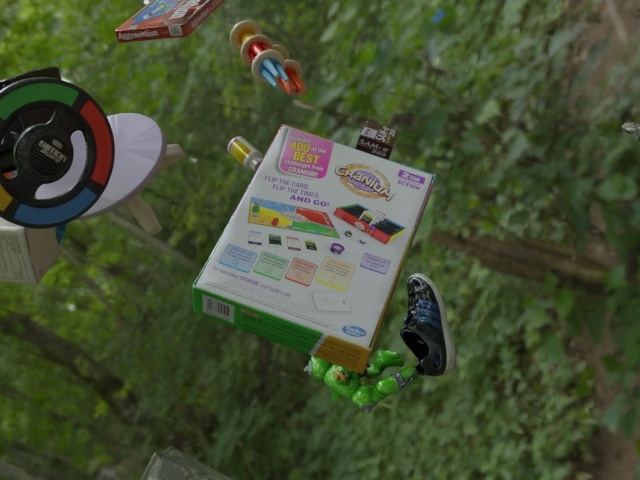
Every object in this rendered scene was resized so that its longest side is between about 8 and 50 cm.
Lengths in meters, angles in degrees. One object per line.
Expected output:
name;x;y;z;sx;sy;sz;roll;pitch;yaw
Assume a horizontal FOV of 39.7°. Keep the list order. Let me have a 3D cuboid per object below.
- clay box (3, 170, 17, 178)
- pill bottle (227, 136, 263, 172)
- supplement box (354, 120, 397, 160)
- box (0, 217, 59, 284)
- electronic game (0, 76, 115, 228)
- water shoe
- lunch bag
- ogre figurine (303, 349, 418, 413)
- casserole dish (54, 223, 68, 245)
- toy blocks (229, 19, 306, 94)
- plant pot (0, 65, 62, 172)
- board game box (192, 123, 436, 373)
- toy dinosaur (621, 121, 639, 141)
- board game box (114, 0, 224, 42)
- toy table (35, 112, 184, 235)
clay box;-0.656;-0.164;1.927;0.053;0.222;0.127;-90;-7;-61
pill bottle;-0.144;-0.168;1.757;0.043;0.083;0.043;-31;-36;-25
supplement box;0.081;-0.108;1.785;0.130;0.073;0.239;-65;-6;-67
box;-0.728;-0.005;1.870;0.121;0.311;0.148;-72;-15;-56
electronic game;-0.416;-0.130;1.337;0.229;0.048;0.229;-12;-70;-38
water shoe;0.181;0.146;1.592;0.073;0.080;0.203;121;140;-48
lunch bag;-0.282;0.603;1.796;0.287;0.235;0.169;-64;-7;-6
ogre figurine;0.062;0.223;1.546;0.118;0.197;0.097;-49;-4;-25
casserole dish;-0.639;0.015;2.046;0.114;0.037;0.188;121;174;-59
toy blocks;-0.066;-0.258;1.340;0.054;0.148;0.123;-45;-45;12
plant pot;-0.620;-0.240;1.770;0.167;0.187;0.188;-44;-59;-79
board game box;0.000;0.000;1.213;0.064;0.242;0.316;100;-167;-53
toy dinosaur;0.630;-0.192;1.425;0.118;0.268;0.064;-20;-83;-65
board game box;-0.263;-0.447;1.687;0.281;0.145;0.027;-64;-31;-51
toy table;-0.412;-0.132;1.774;0.161;0.274;0.252;45;-154;-74
